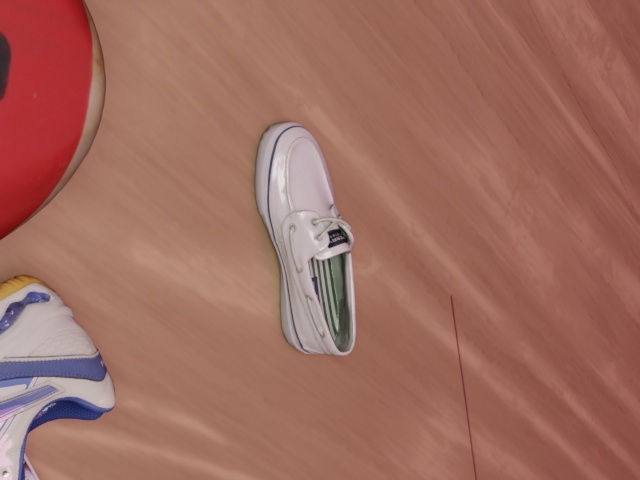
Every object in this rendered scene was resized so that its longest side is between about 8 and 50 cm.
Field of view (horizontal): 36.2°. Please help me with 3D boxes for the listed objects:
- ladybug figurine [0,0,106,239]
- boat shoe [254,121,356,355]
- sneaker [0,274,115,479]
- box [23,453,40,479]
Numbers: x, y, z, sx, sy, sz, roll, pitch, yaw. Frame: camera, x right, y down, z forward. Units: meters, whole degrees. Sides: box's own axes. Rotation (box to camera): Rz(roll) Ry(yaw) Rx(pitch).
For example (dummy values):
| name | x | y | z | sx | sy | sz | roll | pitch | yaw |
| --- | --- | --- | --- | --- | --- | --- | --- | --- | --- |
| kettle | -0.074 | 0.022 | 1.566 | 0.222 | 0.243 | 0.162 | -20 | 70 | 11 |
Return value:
| name | x | y | z | sx | sy | sz | roll | pitch | yaw |
| --- | --- | --- | --- | --- | --- | --- | --- | --- | --- |
| ladybug figurine | -0.270 | -0.106 | 0.524 | 0.449 | 0.162 | 0.305 | 0 | 98 | -65 |
| boat shoe | 0.000 | 0.000 | 0.919 | 0.083 | 0.076 | 0.226 | -23 | 110 | -37 |
| sneaker | -0.266 | 0.152 | 0.656 | 0.296 | 0.112 | 0.131 | -41 | 91 | -29 |
| box | -0.295 | 0.241 | 0.718 | 0.207 | 0.036 | 0.114 | -36 | 118 | -32 |
